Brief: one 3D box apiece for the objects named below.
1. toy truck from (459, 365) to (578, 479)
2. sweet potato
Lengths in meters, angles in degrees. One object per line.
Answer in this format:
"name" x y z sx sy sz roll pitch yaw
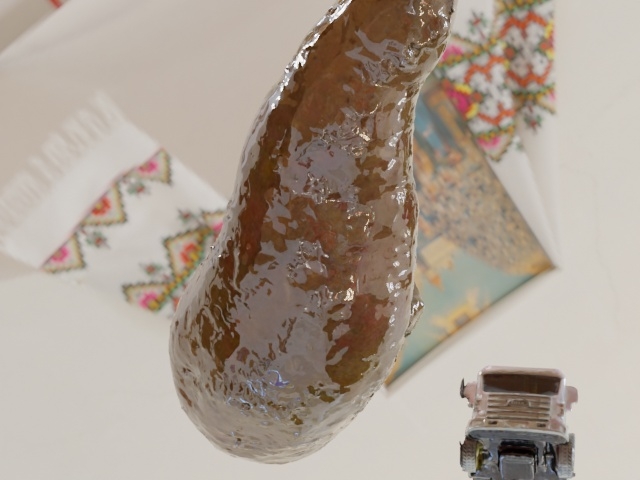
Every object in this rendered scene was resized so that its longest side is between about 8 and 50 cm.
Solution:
"toy truck" 0.174 0.202 1.171 0.098 0.226 0.114 1 -135 11
"sweet potato" -0.001 0.006 0.359 0.068 0.226 0.068 9 -133 -10
